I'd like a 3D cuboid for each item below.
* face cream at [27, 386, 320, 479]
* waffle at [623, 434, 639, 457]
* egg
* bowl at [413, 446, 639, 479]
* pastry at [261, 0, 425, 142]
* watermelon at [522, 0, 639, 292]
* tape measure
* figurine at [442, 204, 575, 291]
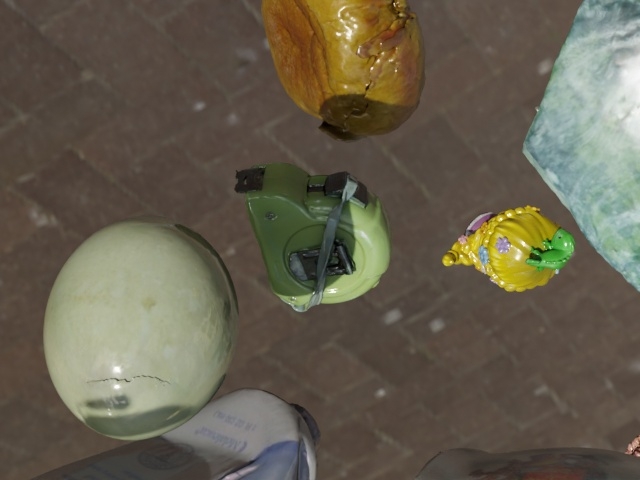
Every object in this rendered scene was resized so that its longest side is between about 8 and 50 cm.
[{"bbox_3d":[-0.167,0.258,1.514,0.420,0.235,0.137,-19,114,-41],"label":"face cream"},{"bbox_3d":[0.392,0.238,1.778,0.083,0.029,0.075,-23,150,-22],"label":"waffle"},{"bbox_3d":[-0.172,0.083,1.463,0.187,0.253,0.186,3,135,2],"label":"egg"},{"bbox_3d":[0.210,0.245,0.890,0.157,0.345,0.345,-33,149,24],"label":"bowl"},{"bbox_3d":[0.026,-0.306,2.197,0.164,0.356,0.356,-25,150,-14],"label":"pastry"},{"bbox_3d":[0.257,-0.118,0.931,0.228,0.387,0.258,17,178,2],"label":"watermelon"},{"bbox_3d":[0.000,0.000,1.846,0.175,0.106,0.200,-6,123,10],"label":"tape measure"},{"bbox_3d":[0.210,0.014,1.705,0.115,0.156,0.094,-22,111,-21],"label":"figurine"}]
